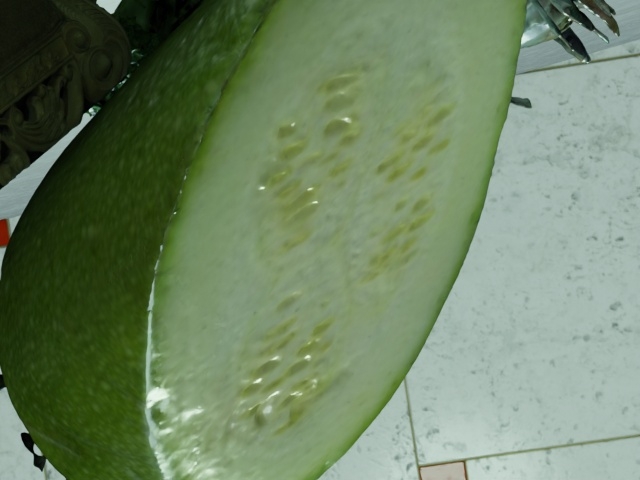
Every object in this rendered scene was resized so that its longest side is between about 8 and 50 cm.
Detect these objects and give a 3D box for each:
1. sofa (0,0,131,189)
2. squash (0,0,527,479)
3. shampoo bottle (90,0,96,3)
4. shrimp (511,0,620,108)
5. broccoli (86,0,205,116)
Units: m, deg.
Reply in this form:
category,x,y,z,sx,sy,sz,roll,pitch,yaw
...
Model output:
category,x,y,z,sx,sy,sz,roll,pitch,yaw
sofa,-0.228,-0.080,0.659,0.258,0.182,0.200,-16,-163,24
squash,0.000,0.000,0.644,0.189,0.189,0.260,-16,172,-36
shampoo bottle,-0.204,-0.100,0.916,0.118,0.087,0.234,-26,-175,-27
shrimp,0.100,-0.155,1.231,0.372,0.137,0.172,-8,170,-2
broccoli,-0.031,-0.108,0.827,0.195,0.156,0.195,-28,-159,12
